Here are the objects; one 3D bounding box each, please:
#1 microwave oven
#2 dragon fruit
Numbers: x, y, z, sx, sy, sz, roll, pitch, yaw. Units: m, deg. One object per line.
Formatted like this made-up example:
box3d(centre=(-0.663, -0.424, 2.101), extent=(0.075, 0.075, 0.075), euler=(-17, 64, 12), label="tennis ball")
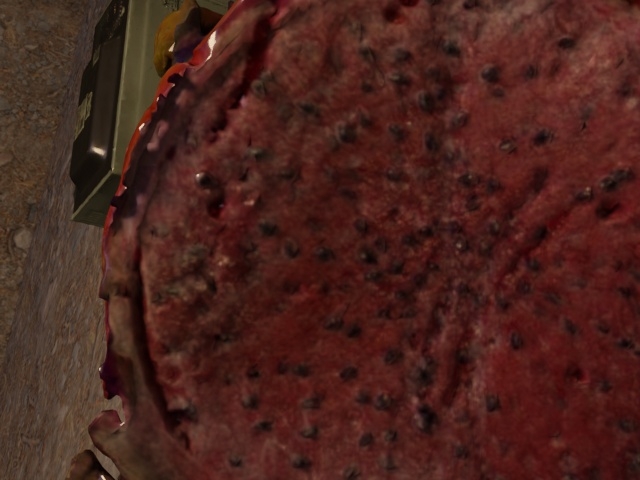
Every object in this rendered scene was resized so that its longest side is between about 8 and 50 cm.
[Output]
box3d(centre=(-0.185, -0.159, 1.131), extent=(0.181, 0.238, 0.295), euler=(-32, 51, 53), label="microwave oven")
box3d(centre=(0.034, -0.006, 0.467), extent=(0.263, 0.314, 0.296), euler=(-89, -6, -80), label="dragon fruit")
